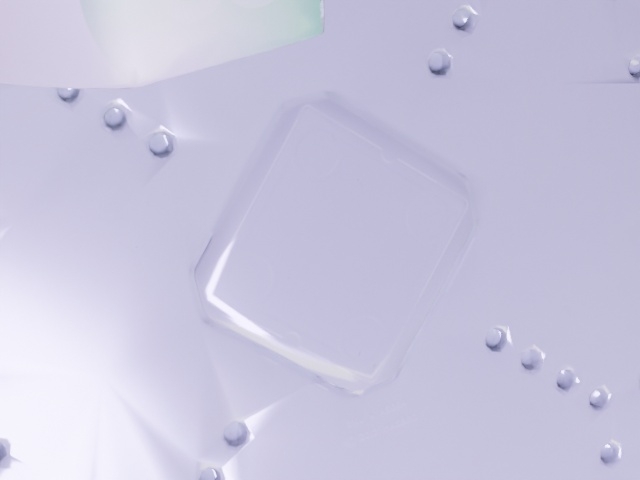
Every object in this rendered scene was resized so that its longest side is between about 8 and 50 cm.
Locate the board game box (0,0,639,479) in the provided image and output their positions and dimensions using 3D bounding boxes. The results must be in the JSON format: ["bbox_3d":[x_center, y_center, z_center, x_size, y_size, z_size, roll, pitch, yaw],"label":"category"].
[{"bbox_3d":[0.000,0.000,0.699,0.390,0.390,0.050,-18,-165,-19],"label":"board game box"}]

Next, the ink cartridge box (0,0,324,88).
[{"bbox_3d":[-0.111,-0.133,0.537,0.224,0.056,0.181,-20,131,-19],"label":"ink cartridge box"}]
